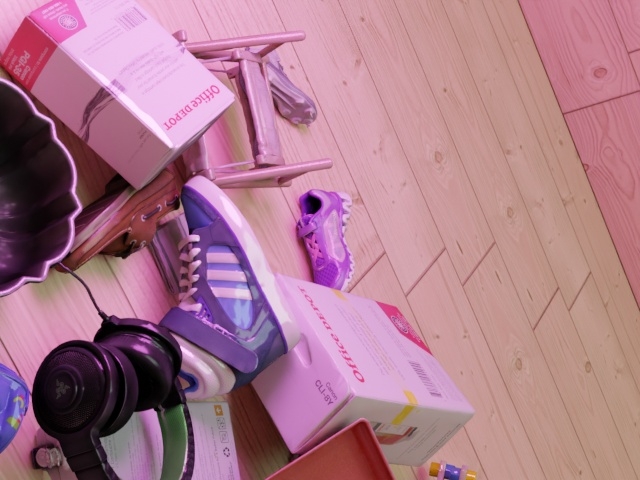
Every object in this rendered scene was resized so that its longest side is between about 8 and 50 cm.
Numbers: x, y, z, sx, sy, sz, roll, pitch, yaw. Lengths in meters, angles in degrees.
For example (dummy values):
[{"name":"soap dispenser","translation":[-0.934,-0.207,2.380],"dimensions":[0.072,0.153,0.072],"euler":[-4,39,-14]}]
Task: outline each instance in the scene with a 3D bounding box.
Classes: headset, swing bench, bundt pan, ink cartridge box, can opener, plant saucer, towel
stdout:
[{"name":"headset","translation":[-0.307,0.188,1.539],"dimensions":[0.394,0.185,0.243],"euler":[70,22,-3]},{"name":"swing bench","translation":[-0.146,-0.218,1.958],"dimensions":[0.255,0.165,0.253],"euler":[-7,83,-31]},{"name":"bundt pan","translation":[-0.473,-0.061,1.426],"dimensions":[0.331,0.124,0.330],"euler":[22,54,-33]},{"name":"ink cartridge box","translation":[0.051,0.231,1.979],"dimensions":[0.385,0.160,0.279],"euler":[20,29,-51]},{"name":"ink cartridge box","translation":[-0.231,0.389,1.677],"dimensions":[0.307,0.072,0.303],"euler":[10,65,-51]},{"name":"ink cartridge box","translation":[-0.299,-0.240,1.706],"dimensions":[0.283,0.117,0.207],"euler":[44,38,-3]},{"name":"can opener","translation":[-0.328,0.375,1.546],"dimensions":[0.093,0.074,0.280],"euler":[-1,78,-55]},{"name":"plant saucer","translation":[0.004,0.438,1.792],"dimensions":[0.258,0.048,0.259],"euler":[-31,113,-15]},{"name":"towel","translation":[-0.225,0.014,1.893],"dimensions":[0.152,0.023,0.113],"euler":[-39,112,-56]}]

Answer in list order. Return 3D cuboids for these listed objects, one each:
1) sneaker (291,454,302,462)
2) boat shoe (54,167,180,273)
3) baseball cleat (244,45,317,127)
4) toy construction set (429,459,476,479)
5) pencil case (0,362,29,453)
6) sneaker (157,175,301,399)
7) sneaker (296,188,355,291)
[{"name":"sneaker","translation":[0.042,0.420,1.970],"dimensions":[0.124,0.180,0.321],"euler":[43,45,-39]},{"name":"boat shoe","translation":[-0.296,-0.026,1.719],"dimensions":[0.104,0.111,0.307],"euler":[61,36,-18]},{"name":"baseball cleat","translation":[-0.073,-0.306,2.194],"dimensions":[0.206,0.072,0.109],"euler":[38,41,-47]},{"name":"toy construction set","translation":[0.240,0.605,2.234],"dimensions":[0.215,0.151,0.327],"euler":[20,66,-79]},{"name":"pencil case","translation":[-0.483,0.149,1.363],"dimensions":[0.306,0.133,0.119],"euler":[45,22,-38]},{"name":"sneaker","translation":[-0.199,0.085,1.759],"dimensions":[0.236,0.130,0.322],"euler":[-30,91,-20]},{"name":"sneaker","translation":[0.000,0.000,2.168],"dimensions":[0.105,0.095,0.236],"euler":[25,52,-41]}]
